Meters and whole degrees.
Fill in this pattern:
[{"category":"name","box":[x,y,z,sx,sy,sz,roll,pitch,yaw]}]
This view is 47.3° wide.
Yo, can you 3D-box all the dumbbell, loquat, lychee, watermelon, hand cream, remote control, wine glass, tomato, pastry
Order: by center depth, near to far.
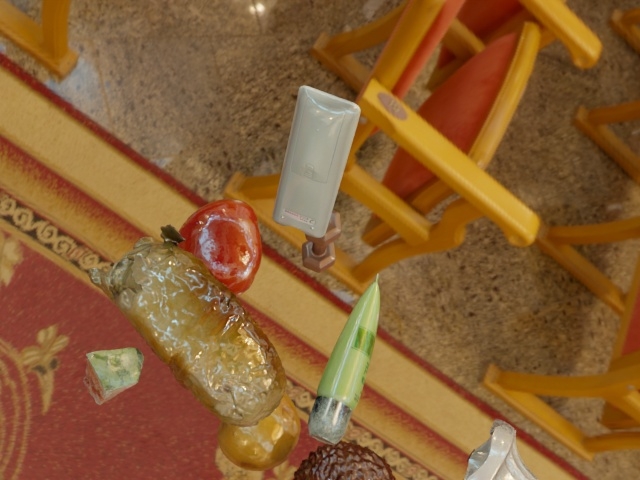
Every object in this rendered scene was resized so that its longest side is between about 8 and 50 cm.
[{"category":"hand cream","box":[0.033,0.128,0.776,0.045,0.095,0.175,20,70,11]},{"category":"wine glass","box":[0.275,0.350,0.959,0.196,0.165,0.165,29,60,16]},{"category":"pastry","box":[-0.178,0.134,1.064,0.136,0.329,0.330,-42,99,-14]},{"category":"remote control","box":[-0.015,-0.118,1.209,0.103,0.293,0.051,21,46,5]},{"category":"watermelon","box":[-0.470,0.299,1.567,0.121,0.158,0.098,35,31,-61]},{"category":"lychee","box":[0.053,0.595,1.708,0.264,0.264,0.300,40,20,-14]},{"category":"dumbbell","box":[0.000,0.000,1.722,0.081,0.231,0.092,-4,67,-5]},{"category":"loquat","box":[-0.150,0.455,1.771,0.208,0.208,0.208,8,73,-27]},{"category":"tomato","box":[-0.293,0.026,2.046,0.226,0.298,0.299,8,73,-29]}]
